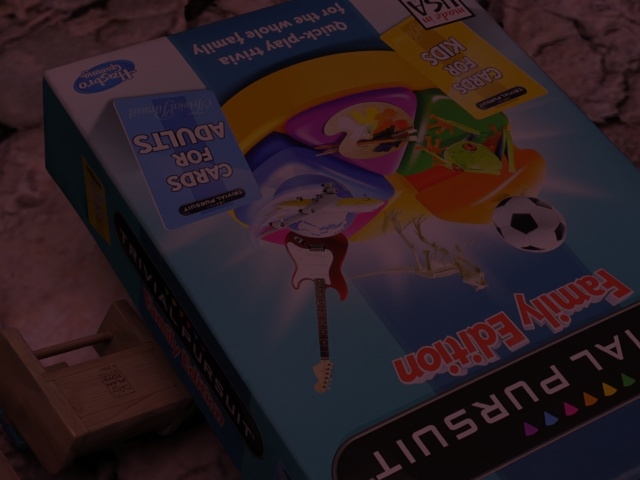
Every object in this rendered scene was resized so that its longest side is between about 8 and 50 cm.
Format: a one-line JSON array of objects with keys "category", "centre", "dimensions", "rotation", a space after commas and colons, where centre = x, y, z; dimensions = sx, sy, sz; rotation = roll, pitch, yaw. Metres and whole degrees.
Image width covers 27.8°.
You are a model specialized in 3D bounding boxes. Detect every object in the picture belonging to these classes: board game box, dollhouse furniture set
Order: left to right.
[{"category": "dollhouse furniture set", "centre": [-0.159, 0.137, 0.666], "dimensions": [0.184, 0.129, 0.129], "rotation": [-15, 56, -46]}, {"category": "board game box", "centre": [0.044, 0.009, 0.661], "dimensions": [0.254, 0.079, 0.336], "rotation": [-22, 56, -25]}]

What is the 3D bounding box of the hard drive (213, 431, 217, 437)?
[{"category": "hard drive", "centre": [0.000, 0.000, 0.773], "dimensions": [0.172, 0.054, 0.254], "rotation": [-7, 58, -6]}]
